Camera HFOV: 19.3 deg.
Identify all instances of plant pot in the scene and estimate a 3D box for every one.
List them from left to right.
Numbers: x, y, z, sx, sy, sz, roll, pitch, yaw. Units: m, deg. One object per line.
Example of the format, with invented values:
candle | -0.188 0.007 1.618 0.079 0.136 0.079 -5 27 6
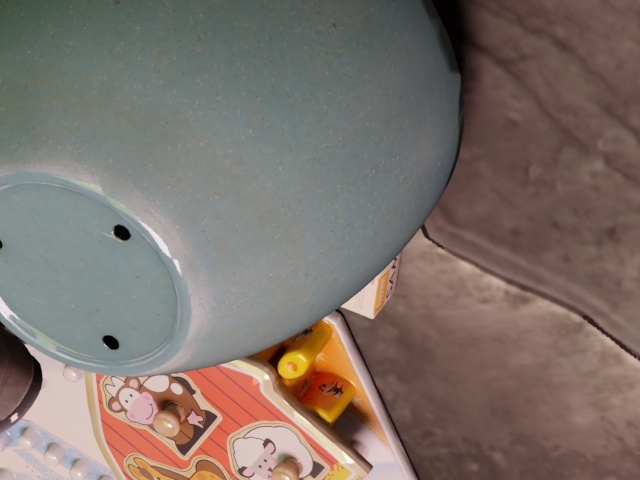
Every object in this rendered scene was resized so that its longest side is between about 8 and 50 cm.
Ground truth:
plant pot | -0.090 -0.041 1.014 0.290 0.195 0.290 14 132 16

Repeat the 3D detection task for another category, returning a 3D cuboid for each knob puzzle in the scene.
knob puzzle | -0.084 0.140 1.255 0.213 0.030 0.213 16 128 21

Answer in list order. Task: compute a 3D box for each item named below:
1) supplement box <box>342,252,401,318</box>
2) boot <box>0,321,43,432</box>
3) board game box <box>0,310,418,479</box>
supplement box | 0.000 0.000 1.170 0.098 0.036 0.062 21 130 16
boot | -0.335 -0.006 1.291 0.118 0.338 0.223 -41 143 8
board game box | -0.084 0.237 1.377 0.390 0.050 0.390 -9 116 34
